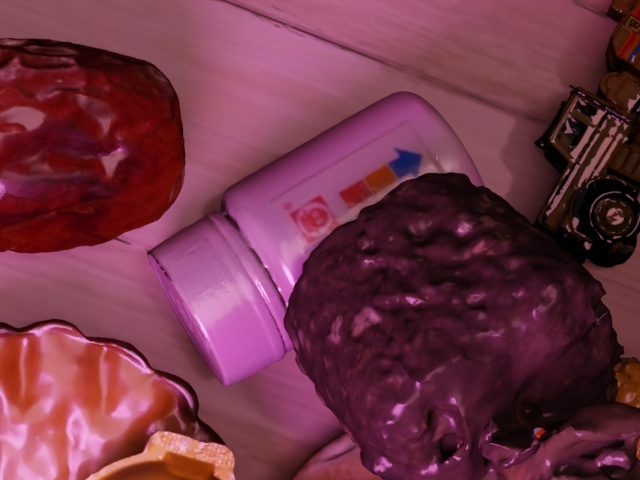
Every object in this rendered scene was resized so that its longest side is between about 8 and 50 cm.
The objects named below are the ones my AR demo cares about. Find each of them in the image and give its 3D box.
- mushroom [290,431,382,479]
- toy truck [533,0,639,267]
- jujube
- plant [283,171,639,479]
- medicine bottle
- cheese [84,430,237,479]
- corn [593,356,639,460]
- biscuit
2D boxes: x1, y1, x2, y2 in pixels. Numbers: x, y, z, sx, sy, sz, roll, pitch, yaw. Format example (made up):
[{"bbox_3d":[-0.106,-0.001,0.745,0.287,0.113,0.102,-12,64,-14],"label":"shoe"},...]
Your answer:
[{"bbox_3d":[0.080,0.279,1.470,0.212,0.217,0.292,25,64,36],"label":"mushroom"},{"bbox_3d":[0.258,-0.103,1.518,0.127,0.127,0.257,27,84,7],"label":"toy truck"},{"bbox_3d":[-0.231,-0.078,1.396,0.243,0.183,0.183,-8,89,-13],"label":"jujube"},{"bbox_3d":[0.126,0.117,1.298,0.213,0.215,0.312,-32,54,-3],"label":"plant"},{"bbox_3d":[0.000,0.000,1.449,0.254,0.152,0.152,-32,93,-9],"label":"medicine bottle"},{"bbox_3d":[-0.131,0.278,1.359,0.177,0.069,0.270,15,91,-10],"label":"cheese"},{"bbox_3d":[0.339,0.239,1.512,0.120,0.120,0.363,-43,93,-9],"label":"corn"},{"bbox_3d":[-0.226,0.222,1.423,0.326,0.107,0.325,0,91,-9],"label":"biscuit"}]
